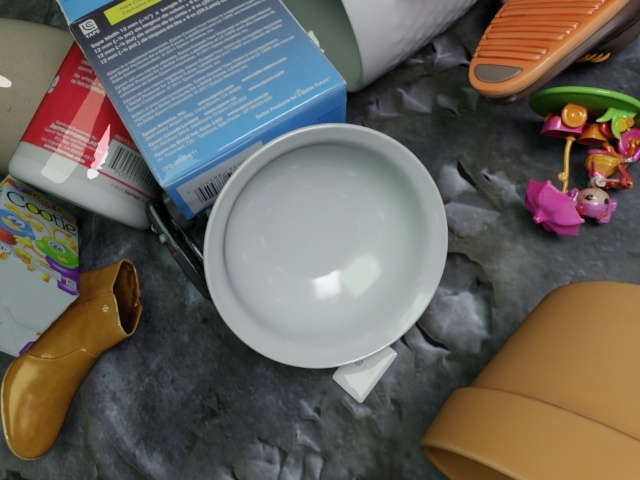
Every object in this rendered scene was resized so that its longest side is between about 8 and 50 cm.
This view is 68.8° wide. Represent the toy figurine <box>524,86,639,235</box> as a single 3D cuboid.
[{"bbox_3d":[0.323,-0.081,0.572,0.173,0.130,0.159,15,93,0],"label":"toy figurine"}]

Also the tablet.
[{"bbox_3d":[0.059,0.170,0.633,0.054,0.006,0.083,36,88,27],"label":"tablet"}]

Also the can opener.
[{"bbox_3d":[-0.212,0.011,0.730,0.073,0.059,0.186,-27,90,48],"label":"can opener"}]

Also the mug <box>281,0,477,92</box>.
[{"bbox_3d":[0.127,-0.400,0.611,0.328,0.276,0.374,-35,27,-4],"label":"mug"}]

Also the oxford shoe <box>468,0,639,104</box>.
[{"bbox_3d":[0.322,-0.258,0.560,0.363,0.133,0.130,-41,41,-12],"label":"oxford shoe"}]

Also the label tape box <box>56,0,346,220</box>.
[{"bbox_3d":[-0.161,-0.238,0.628,0.249,0.115,0.348,-32,70,-9],"label":"label tape box"}]

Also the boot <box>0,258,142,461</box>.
[{"bbox_3d":[-0.387,0.181,0.746,0.211,0.104,0.295,-18,61,22],"label":"boot"}]

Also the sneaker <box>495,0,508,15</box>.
[{"bbox_3d":[0.348,-0.420,0.640,0.112,0.131,0.319,27,84,26],"label":"sneaker"}]

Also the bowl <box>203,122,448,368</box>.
[{"bbox_3d":[0.000,0.000,0.605,0.298,0.298,0.134,-49,20,1],"label":"bowl"}]

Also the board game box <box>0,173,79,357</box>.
[{"bbox_3d":[-0.506,0.029,0.770,0.142,0.144,0.275,-45,39,3],"label":"board game box"}]

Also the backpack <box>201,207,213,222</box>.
[{"bbox_3d":[-0.115,-0.085,0.711,0.166,0.144,0.188,-42,71,-1],"label":"backpack"}]

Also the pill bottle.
[{"bbox_3d":[-0.314,-0.241,0.788,0.229,0.229,0.408,18,80,25],"label":"pill bottle"}]

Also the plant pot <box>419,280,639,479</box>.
[{"bbox_3d":[0.263,0.173,0.416,0.290,0.291,0.204,24,67,26],"label":"plant pot"}]

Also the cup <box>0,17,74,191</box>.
[{"bbox_3d":[-0.584,-0.271,0.868,0.330,0.237,0.331,-3,83,25],"label":"cup"}]
